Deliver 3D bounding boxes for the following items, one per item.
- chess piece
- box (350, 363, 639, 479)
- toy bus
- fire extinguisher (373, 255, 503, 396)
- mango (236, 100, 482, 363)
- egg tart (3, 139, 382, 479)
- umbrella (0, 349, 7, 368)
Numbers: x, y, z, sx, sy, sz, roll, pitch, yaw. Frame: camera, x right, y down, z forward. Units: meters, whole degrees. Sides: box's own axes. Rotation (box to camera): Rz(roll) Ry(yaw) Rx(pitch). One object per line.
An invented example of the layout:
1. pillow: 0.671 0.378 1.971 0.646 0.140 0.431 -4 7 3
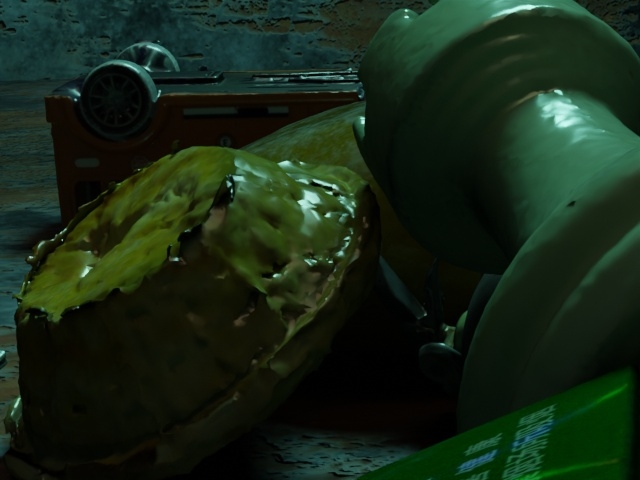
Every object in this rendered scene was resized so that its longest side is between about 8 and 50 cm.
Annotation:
1. chess piece: 0.108 -0.002 0.589 0.195 0.194 0.299 -4 28 -16
2. box: -0.024 0.103 0.389 0.235 0.034 0.132 -25 4 16
3. toy bus: -0.042 -0.080 1.255 0.329 0.153 0.143 -1 13 4
4. fire extinguisher: 0.150 0.050 0.715 0.269 0.104 0.105 7 13 30
5. mango: 0.000 0.000 0.907 0.316 0.146 0.193 -10 4 33
6. egg tart: -0.069 0.023 0.718 0.213 0.090 0.212 -30 22 14
7. umbrella: -0.177 0.078 0.763 0.044 0.044 0.269 -29 14 0
